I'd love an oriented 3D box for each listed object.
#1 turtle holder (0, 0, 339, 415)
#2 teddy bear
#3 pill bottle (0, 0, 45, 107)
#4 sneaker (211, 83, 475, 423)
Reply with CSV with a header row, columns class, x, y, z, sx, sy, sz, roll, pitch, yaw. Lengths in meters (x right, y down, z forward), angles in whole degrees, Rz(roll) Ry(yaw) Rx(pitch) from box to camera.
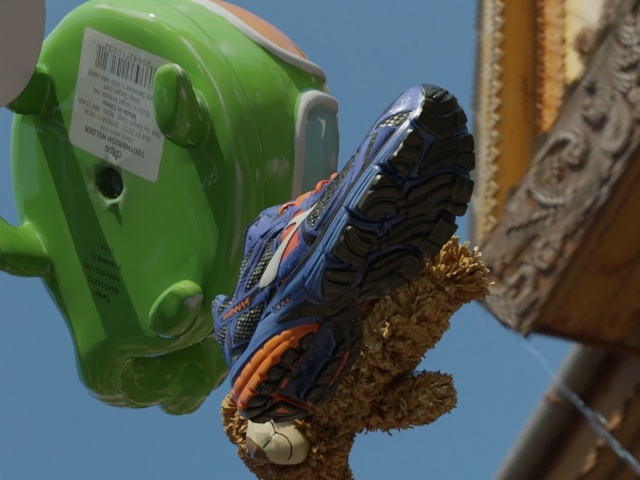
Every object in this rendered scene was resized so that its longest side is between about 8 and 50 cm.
class,x,y,z,sx,sy,sz,roll,pitch,yaw
turtle holder,-0.092,-0.024,1.059,0.227,0.243,0.320,-18,-83,-52
teddy bear,0.018,0.106,1.375,0.338,0.113,0.245,-40,-79,18
pill bottle,-0.265,-0.127,0.772,0.121,0.216,0.121,9,-90,-70
sneaker,0.000,0.000,0.778,0.083,0.087,0.221,4,-50,-47
